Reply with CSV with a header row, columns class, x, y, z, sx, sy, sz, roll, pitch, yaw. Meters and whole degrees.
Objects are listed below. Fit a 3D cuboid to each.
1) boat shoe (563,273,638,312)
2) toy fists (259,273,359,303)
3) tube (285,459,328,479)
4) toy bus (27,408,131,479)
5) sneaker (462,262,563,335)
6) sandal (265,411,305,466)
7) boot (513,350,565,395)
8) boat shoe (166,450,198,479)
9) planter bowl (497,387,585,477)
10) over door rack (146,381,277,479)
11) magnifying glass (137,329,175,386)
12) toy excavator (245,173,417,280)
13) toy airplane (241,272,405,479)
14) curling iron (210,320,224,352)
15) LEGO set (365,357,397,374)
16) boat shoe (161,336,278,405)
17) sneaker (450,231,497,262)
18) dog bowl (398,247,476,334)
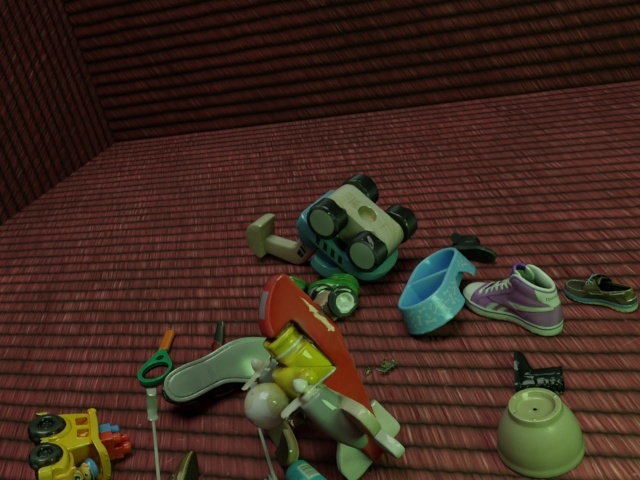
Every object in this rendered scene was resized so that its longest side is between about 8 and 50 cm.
class,x,y,z,sx,sy,sz,roll,pitch,yaw
boat shoe,0.664,0.113,1.798,0.183,0.066,0.066,13,37,44
toy fists,-0.032,0.154,2.050,0.279,0.096,0.142,-4,29,18
tube,0.013,0.488,1.419,0.080,0.052,0.207,-33,36,-23
toy bus,-0.518,0.472,1.645,0.212,0.149,0.220,-5,25,-18
sneaker,0.453,0.110,1.812,0.102,0.161,0.282,-34,30,-31
sandal,-0.068,0.397,1.637,0.079,0.088,0.240,10,25,-24
boot,0.461,0.279,1.600,0.099,0.045,0.121,-9,34,17
boat shoe,-0.293,0.498,1.534,0.060,0.064,0.178,-7,29,12
planter bowl,0.408,0.348,1.419,0.162,0.109,0.162,-12,27,6
over door rack,-0.216,0.430,1.496,0.240,0.108,0.324,-1,33,-15
magnifying glass,-0.426,0.313,2.023,0.092,0.026,0.231,-11,28,8
toy excavator,0.000,0.000,2.232,0.433,0.445,0.222,41,46,9
toy airplane,-0.012,0.297,1.455,0.272,0.386,0.384,-24,52,-19
curling iron,-0.284,0.286,1.985,0.068,0.035,0.274,-10,27,9
LEGO set,0.144,0.298,1.762,0.083,0.023,0.054,-14,20,32
boat shoe,-0.239,0.315,1.830,0.303,0.114,0.091,-12,-16,-23
sneaker,0.431,0.016,2.131,0.170,0.051,0.089,5,36,41
dog bowl,0.289,0.119,1.911,0.166,0.074,0.297,-25,18,34
